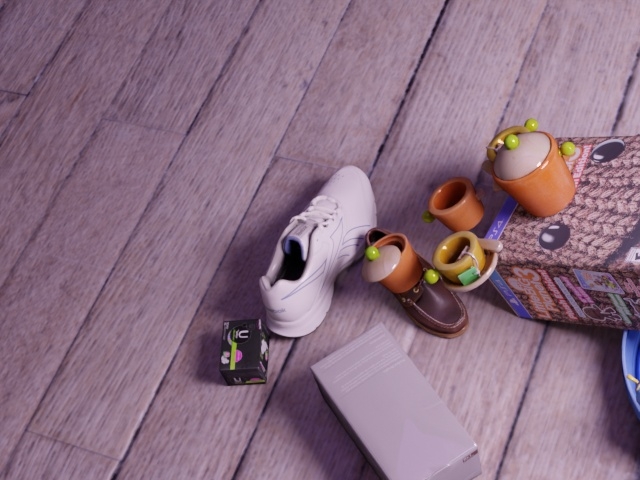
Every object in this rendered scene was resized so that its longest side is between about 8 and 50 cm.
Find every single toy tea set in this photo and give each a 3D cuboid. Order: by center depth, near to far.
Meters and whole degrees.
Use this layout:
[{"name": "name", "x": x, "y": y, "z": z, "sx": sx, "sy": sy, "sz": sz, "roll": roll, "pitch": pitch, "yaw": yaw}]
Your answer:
[{"name": "toy tea set", "x": 0.193, "y": -0.051, "z": 1.604, "sx": 0.336, "sy": 0.124, "sz": 0.200, "roll": -43, "pitch": 32, "yaw": -2}]

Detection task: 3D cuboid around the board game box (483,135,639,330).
[{"name": "board game box", "x": 0.399, "y": -0.014, "z": 1.595, "sx": 0.291, "sy": 0.141, "sz": 0.232, "roll": 3, "pitch": 53, "yaw": 48}]

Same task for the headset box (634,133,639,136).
[{"name": "headset box", "x": 0.480, "y": -0.119, "z": 1.781, "sx": 0.062, "sy": 0.032, "sz": 0.083, "roll": -31, "pitch": 54, "yaw": -9}]

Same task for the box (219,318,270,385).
[{"name": "box", "x": -0.111, "y": 0.164, "z": 1.720, "sx": 0.062, "sy": 0.052, "sz": 0.083, "roll": -5, "pitch": 54, "yaw": 11}]

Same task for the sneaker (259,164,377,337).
[{"name": "sneaker", "x": 0.000, "y": 0.000, "z": 1.757, "sx": 0.111, "sy": 0.129, "sz": 0.297, "roll": 12, "pitch": 59, "yaw": 23}]

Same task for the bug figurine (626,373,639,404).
[{"name": "bug figurine", "x": 0.415, "y": 0.304, "z": 1.420, "sx": 0.216, "sy": 0.072, "sz": 0.279, "roll": 31, "pitch": 94, "yaw": 27}]

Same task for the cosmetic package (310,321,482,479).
[{"name": "cosmetic package", "x": 0.101, "y": 0.242, "z": 1.589, "sx": 0.127, "sy": 0.107, "sz": 0.238, "roll": -30, "pitch": 58, "yaw": -8}]

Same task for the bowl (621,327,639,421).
[{"name": "bowl", "x": 0.594, "y": 0.170, "z": 1.533, "sx": 0.391, "sy": 0.077, "sz": 0.391, "roll": -6, "pitch": 55, "yaw": 9}]

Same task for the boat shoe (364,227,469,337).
[{"name": "boat shoe", "x": 0.135, "y": 0.060, "z": 1.720, "sx": 0.073, "sy": 0.073, "sz": 0.207, "roll": -40, "pitch": 58, "yaw": -15}]
